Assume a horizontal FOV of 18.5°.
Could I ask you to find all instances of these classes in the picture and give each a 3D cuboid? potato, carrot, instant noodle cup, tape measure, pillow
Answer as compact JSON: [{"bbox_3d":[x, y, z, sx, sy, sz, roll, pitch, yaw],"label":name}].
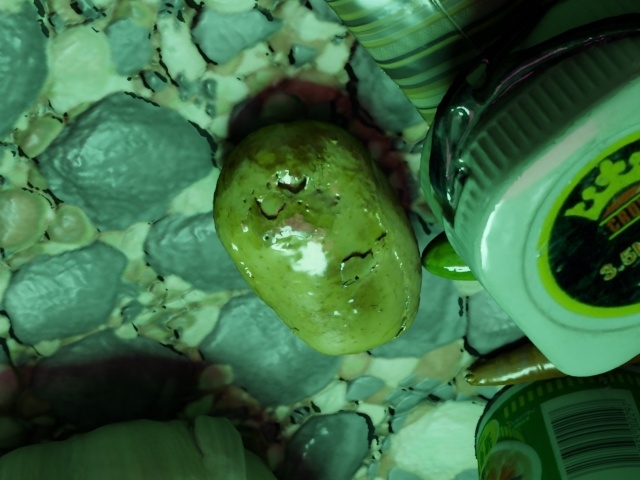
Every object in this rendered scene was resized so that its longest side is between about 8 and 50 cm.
[{"bbox_3d":[0.000,0.000,1.156,0.107,0.080,0.170,-10,136,15],"label":"potato"},{"bbox_3d":[0.195,0.062,1.276,0.216,0.048,0.048,-19,133,13],"label":"carrot"},{"bbox_3d":[0.186,0.202,1.270,0.207,0.233,0.207,-5,133,-5],"label":"instant noodle cup"},{"bbox_3d":[0.174,-0.059,1.071,0.235,0.115,0.207,-38,131,7],"label":"tape measure"},{"bbox_3d":[0.091,-0.107,1.101,0.113,0.038,0.203,-30,131,16],"label":"pillow"}]

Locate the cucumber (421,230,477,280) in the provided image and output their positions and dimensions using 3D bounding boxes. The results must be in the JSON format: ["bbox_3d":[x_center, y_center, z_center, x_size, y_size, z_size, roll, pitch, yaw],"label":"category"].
[{"bbox_3d":[0.182,-0.020,1.188,0.250,0.056,0.056,-15,133,6],"label":"cucumber"}]

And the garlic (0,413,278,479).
[{"bbox_3d":[-0.146,0.256,1.279,0.322,0.241,0.322,-1,112,-2],"label":"garlic"}]
